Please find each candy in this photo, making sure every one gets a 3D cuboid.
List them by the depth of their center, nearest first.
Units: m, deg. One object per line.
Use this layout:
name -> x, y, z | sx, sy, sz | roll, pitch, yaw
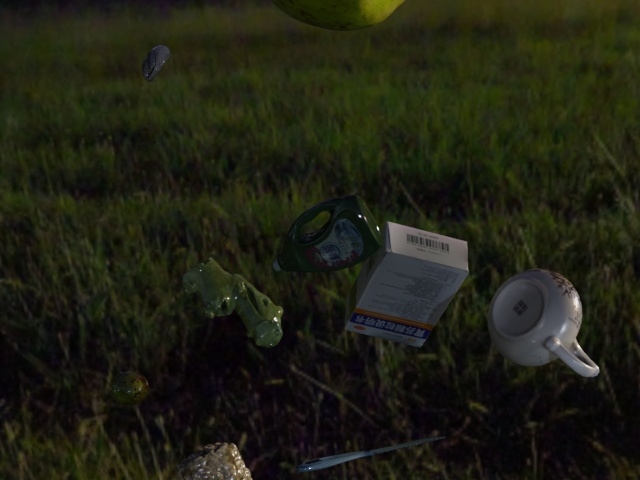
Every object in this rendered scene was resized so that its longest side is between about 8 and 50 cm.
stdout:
candy -> -0.143, 0.337, 1.193 | 0.095, 0.110, 0.085 | -21, 9, -14

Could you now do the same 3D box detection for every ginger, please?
ginger -> -0.214, 0.156, 2.135 | 0.290, 0.089, 0.137 | 31, 44, -2

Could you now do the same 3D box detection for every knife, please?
knife -> 0.097, 0.379, 1.544 | 0.313, 0.019, 0.044 | -4, -10, -32

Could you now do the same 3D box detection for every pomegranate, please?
pomegranate -> -0.375, 0.287, 1.703 | 0.073, 0.073, 0.084 | -6, 24, -2

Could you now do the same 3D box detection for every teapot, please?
teapot -> 0.465, 0.179, 1.820 | 0.208, 0.166, 0.299 | -41, 52, 9

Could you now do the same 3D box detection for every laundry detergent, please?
laundry detergent -> 0.000, 0.000, 1.608 | 0.211, 0.137, 0.063 | -22, 22, 18

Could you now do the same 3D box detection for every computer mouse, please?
computer mouse -> -0.339, -0.365, 1.756 | 0.039, 0.066, 0.096 | 35, 36, -15

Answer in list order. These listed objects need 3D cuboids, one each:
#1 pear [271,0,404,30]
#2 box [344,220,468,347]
pear -> 0.019, -0.613, 1.722 | 0.391, 0.391, 0.391 | -5, 23, 2
box -> 0.196, 0.108, 2.016 | 0.200, 0.299, 0.106 | 14, 46, -10
